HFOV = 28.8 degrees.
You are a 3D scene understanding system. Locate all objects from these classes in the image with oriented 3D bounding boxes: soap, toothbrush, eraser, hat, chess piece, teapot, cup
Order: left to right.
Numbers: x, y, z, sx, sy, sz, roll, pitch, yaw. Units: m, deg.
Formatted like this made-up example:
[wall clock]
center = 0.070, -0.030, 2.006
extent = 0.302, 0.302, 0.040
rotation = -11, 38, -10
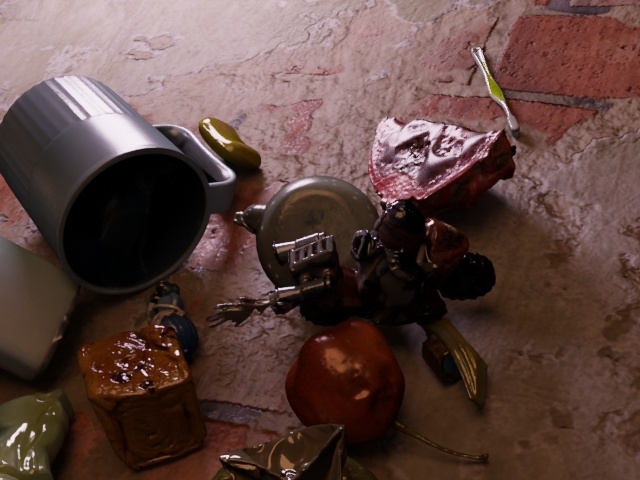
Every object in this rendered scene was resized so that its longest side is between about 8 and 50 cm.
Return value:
[eraser]
center = -0.520, 0.072, 1.882
extent = 0.290, 0.104, 0.189
rotation = 31, 49, -15
[chess piece]
center = -0.440, 0.320, 1.714
extent = 0.175, 0.176, 0.298
rotation = -12, 31, 5
[cup]
center = -0.337, -0.120, 2.031
extent = 0.331, 0.257, 0.311
rotation = -33, 45, -15
[soap]
center = -0.158, -0.166, 2.151
extent = 0.140, 0.089, 0.045
rotation = 45, 109, 43
[hat]
center = -0.025, 0.323, 1.539
extent = 0.166, 0.144, 0.173
rotation = -14, 83, 19
[teapot]
center = 0.000, 0.000, 1.883
extent = 0.294, 0.129, 0.193
rotation = 17, 84, 6
[toothbrush]
center = 0.301, -0.265, 2.153
extent = 0.022, 0.026, 0.263
rotation = -11, 44, -3

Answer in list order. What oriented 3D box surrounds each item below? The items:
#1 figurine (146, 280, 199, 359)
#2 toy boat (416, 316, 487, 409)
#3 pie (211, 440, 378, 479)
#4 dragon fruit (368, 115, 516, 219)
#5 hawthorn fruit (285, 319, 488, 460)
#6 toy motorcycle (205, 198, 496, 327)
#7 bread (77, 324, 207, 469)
[figurine]
center = -0.231, 0.127, 1.889
extent = 0.087, 0.086, 0.149
rotation = 21, 27, -19
[toy boat]
center = 0.185, 0.166, 1.729
extent = 0.066, 0.065, 0.172
rotation = -39, 42, 1
[pie]
center = -0.041, 0.372, 1.586
extent = 0.277, 0.078, 0.277
rotation = -11, 39, 9
[dragon fruit]
center = 0.172, -0.081, 1.949
extent = 0.211, 0.134, 0.262
rotation = -51, 37, -16
[hawthorn fruit]
center = 0.086, 0.232, 1.668
extent = 0.285, 0.165, 0.165
rotation = 40, 64, 15
[toy motorcycle]
center = 0.038, 0.045, 1.732
extent = 0.401, 0.207, 0.134
rotation = -11, 48, 7
[bread]
center = -0.243, 0.215, 1.741
extent = 0.149, 0.158, 0.143
rotation = -21, 39, -3
